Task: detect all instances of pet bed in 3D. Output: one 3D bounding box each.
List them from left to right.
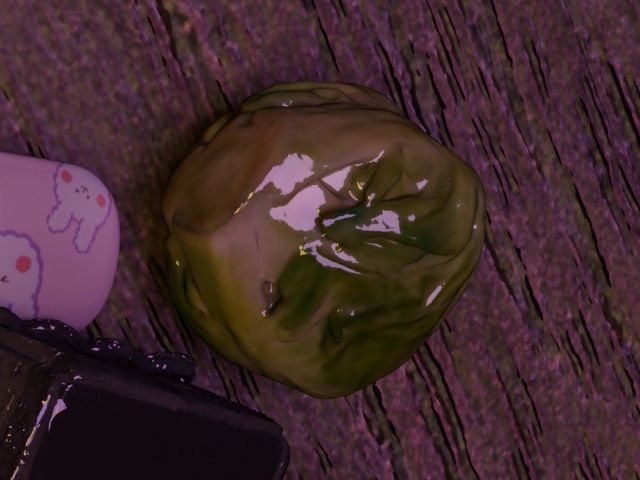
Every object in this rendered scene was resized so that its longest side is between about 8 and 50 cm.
[{"bbox_3d":[-0.154,0.145,1.150,0.211,0.159,0.183,19,93,-44],"label":"pet bed"}]

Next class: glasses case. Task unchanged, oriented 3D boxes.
[{"bbox_3d":[-0.253,-0.007,1.121,0.297,0.075,0.113,8,90,-34],"label":"glasses case"}]

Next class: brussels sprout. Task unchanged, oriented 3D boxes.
[{"bbox_3d":[0.000,0.000,1.255,0.223,0.161,0.223,-8,114,-18],"label":"brussels sprout"}]
